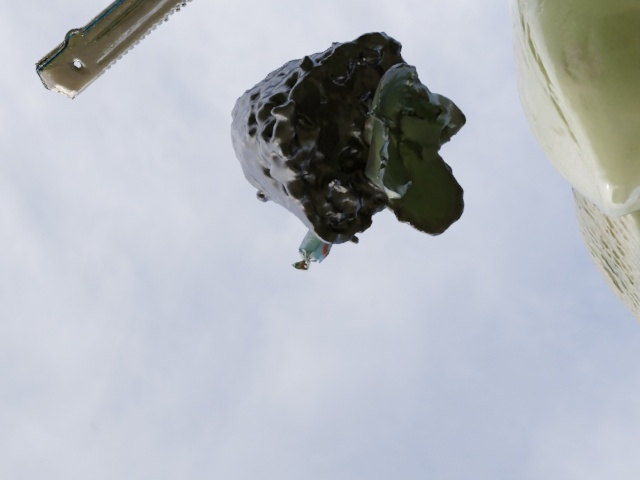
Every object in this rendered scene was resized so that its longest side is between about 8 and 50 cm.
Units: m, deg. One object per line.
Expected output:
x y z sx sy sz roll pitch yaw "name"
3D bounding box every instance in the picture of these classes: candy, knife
0.001 0.000 1.152 0.030 0.020 0.083 5 -137 28 "candy"
-0.208 -0.300 1.437 0.365 0.043 0.089 -38 -76 18 "knife"

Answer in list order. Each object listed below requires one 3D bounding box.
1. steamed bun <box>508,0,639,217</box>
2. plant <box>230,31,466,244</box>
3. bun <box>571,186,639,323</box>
0.269 -0.161 1.027 0.200 0.155 0.250 -20 -120 5 "steamed bun"
0.022 -0.074 0.874 0.131 0.203 0.142 -38 -71 -24 "plant"
0.369 -0.004 1.300 0.116 0.237 0.210 -29 -126 -2 "bun"
